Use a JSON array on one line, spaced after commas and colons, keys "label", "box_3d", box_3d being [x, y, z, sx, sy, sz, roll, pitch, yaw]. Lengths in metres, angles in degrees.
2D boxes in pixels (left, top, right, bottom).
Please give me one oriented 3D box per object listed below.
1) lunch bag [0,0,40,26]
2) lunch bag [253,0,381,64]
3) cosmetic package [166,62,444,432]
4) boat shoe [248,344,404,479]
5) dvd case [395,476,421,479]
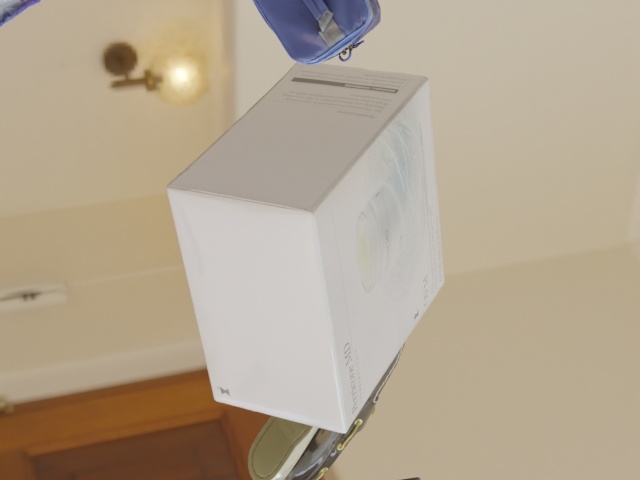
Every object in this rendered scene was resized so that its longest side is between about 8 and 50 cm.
[{"label": "lunch bag", "box_3d": [-0.225, -0.291, 0.611, 0.328, 0.239, 0.385, -61, 151, -59]}, {"label": "lunch bag", "box_3d": [-0.006, -0.161, 0.787, 0.098, 0.067, 0.065, 56, 15, 0]}, {"label": "cosmetic package", "box_3d": [0.000, 0.000, 1.024, 0.138, 0.224, 0.224, 11, -51, 27]}, {"label": "boat shoe", "box_3d": [0.016, 0.172, 1.257, 0.228, 0.069, 0.081, -50, -140, 14]}, {"label": "dvd case", "box_3d": [0.027, 0.367, 1.366, 0.253, 0.180, 0.022, -79, 156, -63]}]
